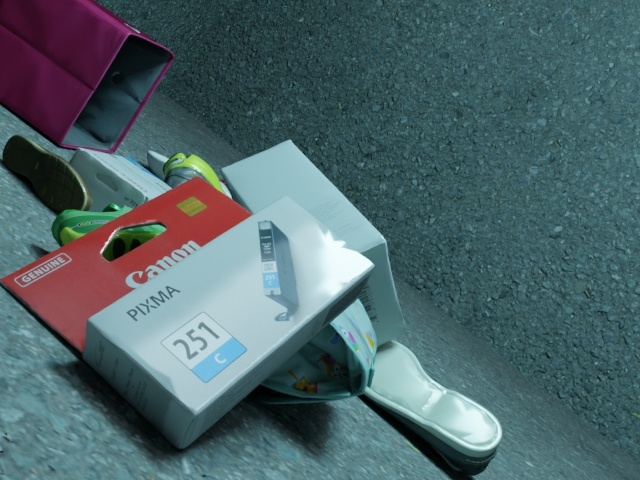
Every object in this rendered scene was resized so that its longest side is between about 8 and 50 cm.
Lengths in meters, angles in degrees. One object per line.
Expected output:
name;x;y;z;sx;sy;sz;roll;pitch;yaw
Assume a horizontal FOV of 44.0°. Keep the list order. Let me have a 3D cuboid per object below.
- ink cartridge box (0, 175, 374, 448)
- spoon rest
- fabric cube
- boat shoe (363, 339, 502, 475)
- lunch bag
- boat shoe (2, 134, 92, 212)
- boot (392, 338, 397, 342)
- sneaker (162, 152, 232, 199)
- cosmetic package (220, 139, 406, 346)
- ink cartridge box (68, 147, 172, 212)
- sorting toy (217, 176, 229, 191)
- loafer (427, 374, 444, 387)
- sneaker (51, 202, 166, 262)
ink cartridge box;-0.130;0.034;0.829;0.261;0.066;0.296;37;43;16
spoon rest;-0.290;-0.131;1.791;0.276;0.084;0.137;40;8;30
fabric cube;-0.495;-0.354;1.577;0.258;0.259;0.254;36;8;6
boat shoe;0.143;0.262;1.275;0.319;0.116;0.099;32;-39;31
lunch bag;-0.047;0.107;1.022;0.262;0.160;0.223;30;5;4
boat shoe;-0.383;-0.094;1.143;0.178;0.064;0.060;36;8;26
boot;0.070;0.178;1.517;0.208;0.076;0.189;39;3;-31
sneaker;-0.203;-0.041;1.594;0.300;0.111;0.121;38;31;-19
cosmetic package;-0.021;0.011;1.369;0.385;0.156;0.217;53;-16;49
ink cartridge box;-0.312;-0.073;1.274;0.140;0.082;0.191;36;8;8
sorting toy;-0.217;-0.090;2.019;0.274;0.046;0.132;40;8;29
loafer;0.194;0.277;1.361;0.223;0.076;0.078;34;13;25
sneaker;-0.231;0.001;1.040;0.123;0.109;0.295;42;9;20
